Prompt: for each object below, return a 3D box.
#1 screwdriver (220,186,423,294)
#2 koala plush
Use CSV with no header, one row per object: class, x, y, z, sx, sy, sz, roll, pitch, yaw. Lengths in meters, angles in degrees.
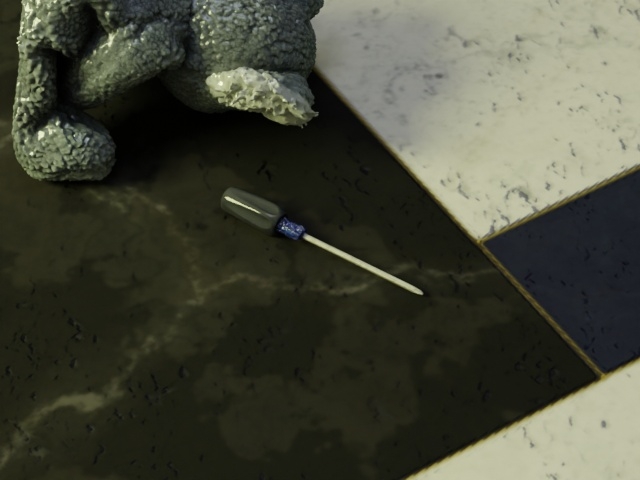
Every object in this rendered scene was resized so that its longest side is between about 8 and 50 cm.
screwdriver,0.000,0.000,1.178,0.170,0.025,0.024,23,52,26
koala plush,-0.103,-0.156,1.243,0.221,0.203,0.196,10,46,-2
